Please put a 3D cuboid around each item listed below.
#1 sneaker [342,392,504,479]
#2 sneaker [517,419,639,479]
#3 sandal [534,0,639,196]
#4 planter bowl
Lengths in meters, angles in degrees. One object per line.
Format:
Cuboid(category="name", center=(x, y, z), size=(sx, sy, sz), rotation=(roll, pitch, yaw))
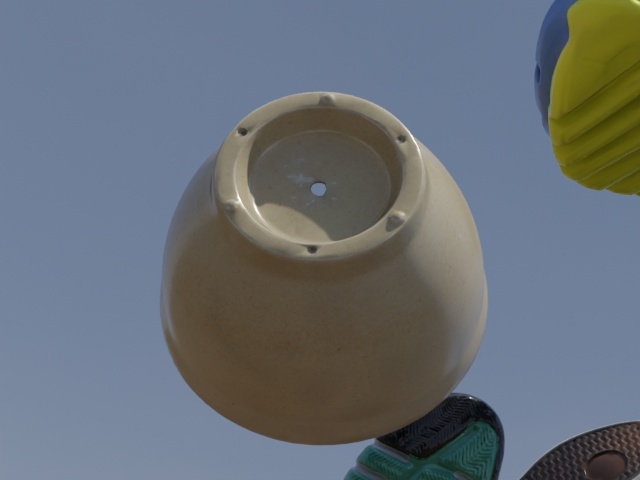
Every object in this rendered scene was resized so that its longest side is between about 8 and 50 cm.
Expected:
Cuboid(category="sneaker", center=(0.030, 0.189, 1.140), size=(0.083, 0.223, 0.098), rotation=(34, -9, -1))
Cuboid(category="sneaker", center=(0.245, 0.292, 1.887), size=(0.123, 0.290, 0.106), rotation=(57, -1, -33))
Cuboid(category="sandal", center=(0.199, -0.099, 1.136), size=(0.126, 0.138, 0.317), rotation=(-24, -23, 15))
Cuboid(category="planter bowl", center=(0.000, 0.000, 0.880), size=(0.162, 0.162, 0.109), rotation=(13, -32, 11))
